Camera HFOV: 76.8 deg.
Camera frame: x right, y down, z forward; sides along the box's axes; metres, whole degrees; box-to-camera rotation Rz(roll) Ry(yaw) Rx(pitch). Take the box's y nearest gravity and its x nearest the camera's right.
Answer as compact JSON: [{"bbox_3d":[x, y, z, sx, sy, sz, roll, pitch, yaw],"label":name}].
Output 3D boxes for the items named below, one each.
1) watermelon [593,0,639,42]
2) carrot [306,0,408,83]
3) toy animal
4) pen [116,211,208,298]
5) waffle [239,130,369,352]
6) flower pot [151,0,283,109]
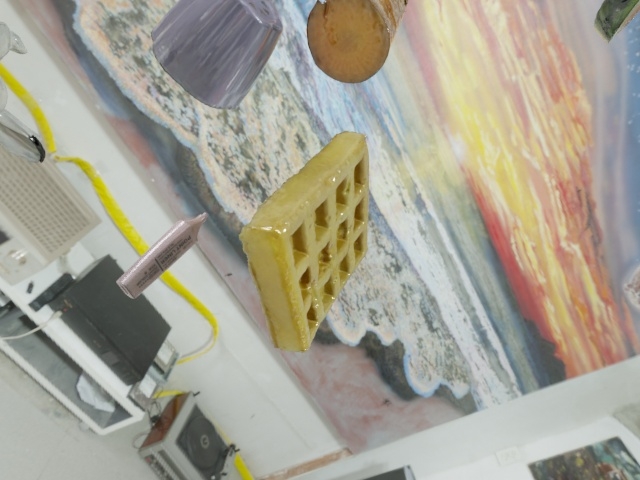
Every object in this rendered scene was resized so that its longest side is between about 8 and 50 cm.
[{"bbox_3d":[0.660,-0.503,0.858,0.063,0.119,0.245,58,4,19],"label":"watermelon"},{"bbox_3d":[0.095,-0.517,0.954,0.196,0.196,0.254,57,41,-32],"label":"carrot"},{"bbox_3d":[-0.447,-0.197,0.541,0.127,0.181,0.131,-1,28,-33],"label":"toy animal"},{"bbox_3d":[-0.258,0.015,0.691,0.197,0.032,0.053,-54,146,-34],"label":"pen"},{"bbox_3d":[0.000,0.000,0.558,0.248,0.055,0.221,-52,148,-39],"label":"waffle"},{"bbox_3d":[-0.234,-0.494,0.976,0.265,0.243,0.265,32,41,-33],"label":"flower pot"}]
